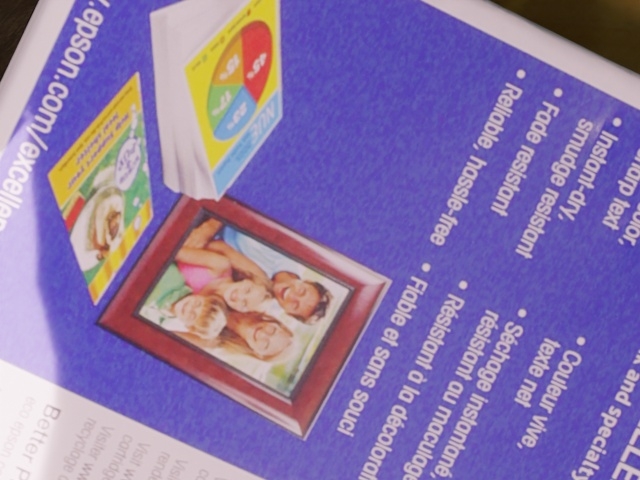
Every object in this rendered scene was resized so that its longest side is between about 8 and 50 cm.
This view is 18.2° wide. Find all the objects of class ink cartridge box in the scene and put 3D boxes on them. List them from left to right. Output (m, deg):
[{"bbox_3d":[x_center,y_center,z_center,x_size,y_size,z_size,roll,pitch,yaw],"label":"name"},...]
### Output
[{"bbox_3d":[0.013,0.081,0.604,0.307,0.304,0.072,26,3,-9],"label":"ink cartridge box"}]

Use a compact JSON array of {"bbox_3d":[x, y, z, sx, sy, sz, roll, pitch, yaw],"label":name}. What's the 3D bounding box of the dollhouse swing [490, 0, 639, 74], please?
[{"bbox_3d":[0.191,-0.024,0.880,0.315,0.305,0.347,5,27,32],"label":"dollhouse swing"}]
